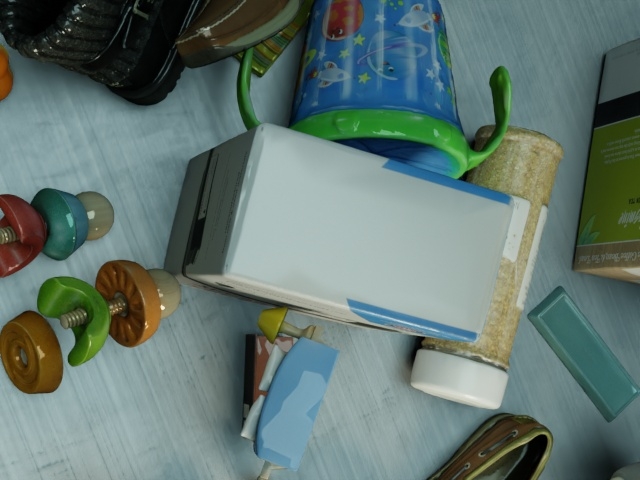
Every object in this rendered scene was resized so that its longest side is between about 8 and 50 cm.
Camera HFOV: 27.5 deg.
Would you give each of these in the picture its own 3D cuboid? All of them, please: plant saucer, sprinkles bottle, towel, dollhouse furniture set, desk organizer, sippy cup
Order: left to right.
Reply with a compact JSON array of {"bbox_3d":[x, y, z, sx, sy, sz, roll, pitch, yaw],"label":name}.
[{"bbox_3d":[-0.119,0.221,1.506,0.198,0.286,0.303,21,80,0],"label":"dollhouse furniture set"},{"bbox_3d":[-0.066,0.183,1.635,0.050,0.047,0.130,4,86,-19],"label":"desk organizer"},{"bbox_3d":[-0.044,-0.331,1.688,0.102,0.021,0.237,40,77,-11],"label":"towel"},{"bbox_3d":[0.068,-0.196,1.619,0.305,0.240,0.224,18,69,-44],"label":"sippy cup"},{"bbox_3d":[0.217,0.033,1.689,0.121,0.121,0.356,18,81,-15],"label":"sprinkles bottle"},{"bbox_3d":[0.364,0.155,1.779,0.067,0.018,0.192,-40,97,-15],"label":"plant saucer"}]

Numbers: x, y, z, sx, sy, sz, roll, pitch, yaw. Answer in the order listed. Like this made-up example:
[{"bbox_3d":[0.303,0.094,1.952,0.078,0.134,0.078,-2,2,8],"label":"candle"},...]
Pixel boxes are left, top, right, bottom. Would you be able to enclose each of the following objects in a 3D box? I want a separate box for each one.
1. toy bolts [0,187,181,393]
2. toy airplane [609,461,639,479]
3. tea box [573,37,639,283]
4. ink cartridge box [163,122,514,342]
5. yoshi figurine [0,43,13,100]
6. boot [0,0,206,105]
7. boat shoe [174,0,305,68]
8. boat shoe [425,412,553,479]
[{"bbox_3d":[-0.289,0.050,1.543,0.158,0.218,0.229,-17,70,-43],"label":"toy bolts"},{"bbox_3d":[0.434,0.464,1.679,0.386,0.272,0.384,-62,141,-20],"label":"toy airplane"},{"bbox_3d":[0.550,-0.085,1.743,0.328,0.220,0.324,10,85,-16],"label":"tea box"},{"bbox_3d":[0.000,0.000,1.487,0.285,0.395,0.166,15,84,-15],"label":"ink cartridge box"},{"bbox_3d":[-0.496,-0.074,1.488,0.203,0.203,0.362,52,52,-50],"label":"yoshi figurine"},{"bbox_3d":[-0.223,-0.341,1.501,0.131,0.260,0.348,10,82,25],"label":"boot"},{"bbox_3d":[-0.078,-0.317,1.558,0.120,0.122,0.324,60,42,-20],"label":"boat shoe"},{"bbox_3d":[0.180,0.345,1.666,0.110,0.104,0.307,40,78,-12],"label":"boat shoe"}]
